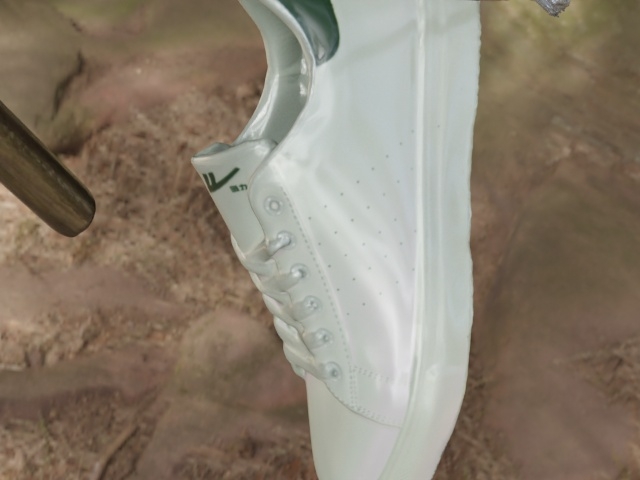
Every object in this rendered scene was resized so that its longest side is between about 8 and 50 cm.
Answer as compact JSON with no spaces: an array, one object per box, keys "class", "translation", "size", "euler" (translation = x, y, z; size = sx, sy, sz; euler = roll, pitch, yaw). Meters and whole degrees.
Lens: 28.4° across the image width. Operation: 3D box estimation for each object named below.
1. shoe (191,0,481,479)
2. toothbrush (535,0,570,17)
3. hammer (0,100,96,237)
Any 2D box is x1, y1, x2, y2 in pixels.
[{"class":"shoe","translation":[0.000,0.000,0.784],"size":[0.160,0.362,0.132],"euler":[2,7,-18]},{"class":"toothbrush","translation":[0.098,-0.138,0.693],"size":[0.025,0.020,0.286],"euler":[46,23,11]},{"class":"hammer","translation":[-0.184,-0.110,0.395],"size":[0.043,0.365,0.111],"euler":[-43,46,-4]}]
